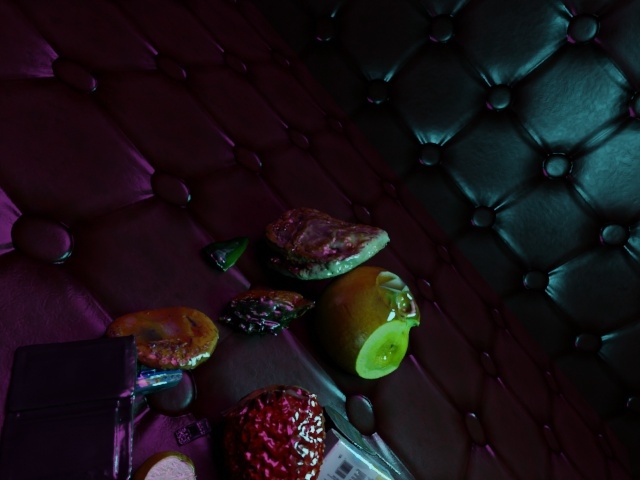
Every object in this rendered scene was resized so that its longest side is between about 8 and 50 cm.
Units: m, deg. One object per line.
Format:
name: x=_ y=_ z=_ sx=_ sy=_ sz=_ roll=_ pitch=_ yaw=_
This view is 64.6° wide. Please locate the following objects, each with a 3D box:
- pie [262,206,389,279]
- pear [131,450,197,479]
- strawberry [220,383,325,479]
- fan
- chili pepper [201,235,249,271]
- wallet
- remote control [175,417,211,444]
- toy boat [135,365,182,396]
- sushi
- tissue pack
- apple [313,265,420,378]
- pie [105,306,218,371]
pie: x=0.017 y=0.007 z=1.816 sx=0.395 sy=0.418 sz=0.180 roll=-47 pitch=139 yaw=-59
pear: x=-0.338 y=0.528 z=1.089 sx=0.141 sy=0.104 sz=0.141 roll=11 pitch=66 yaw=-25
strawberry: x=-0.098 y=0.535 z=1.261 sx=0.292 sy=0.292 sz=0.343 roll=-3 pitch=77 yaw=-53
fan: x=0.109 y=0.599 z=1.561 sx=0.294 sy=0.012 sz=0.223 roll=45 pitch=-7 yaw=-34
chili pepper: x=-0.309 y=0.028 z=1.688 sx=0.108 sy=0.062 sz=0.216 roll=49 pitch=29 yaw=-1
wallet: x=-0.504 y=0.349 z=1.033 sx=0.247 sy=0.041 sz=0.323 roll=-3 pitch=55 yaw=-17
remote control: x=-0.316 y=0.474 z=1.254 sx=0.096 sy=0.014 sz=0.039 roll=-5 pitch=61 yaw=-52
toy boat: x=-0.403 y=0.313 z=1.241 sx=0.175 sy=0.091 sz=0.110 roll=7 pitch=57 yaw=-54
sushi: x=-0.165 y=0.232 z=1.563 sx=0.287 sy=0.149 sz=0.140 roll=4 pitch=15 yaw=-4
tissue pack: x=0.069 y=0.659 z=1.428 sx=0.229 sy=0.159 sz=0.145 roll=41 pitch=-8 yaw=-11
apple: x=0.176 y=0.274 z=1.774 sx=0.384 sy=0.374 sz=0.374 roll=49 pitch=31 yaw=-1
pie: x=-0.389 y=0.238 z=1.256 sx=0.273 sy=0.069 sz=0.273 roll=10 pitch=20 yaw=-4
